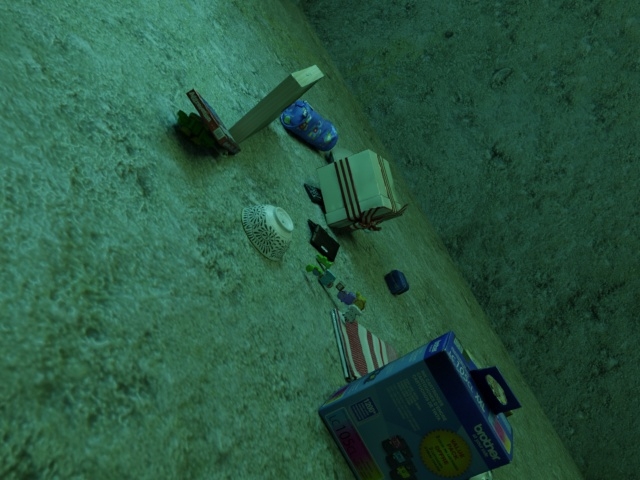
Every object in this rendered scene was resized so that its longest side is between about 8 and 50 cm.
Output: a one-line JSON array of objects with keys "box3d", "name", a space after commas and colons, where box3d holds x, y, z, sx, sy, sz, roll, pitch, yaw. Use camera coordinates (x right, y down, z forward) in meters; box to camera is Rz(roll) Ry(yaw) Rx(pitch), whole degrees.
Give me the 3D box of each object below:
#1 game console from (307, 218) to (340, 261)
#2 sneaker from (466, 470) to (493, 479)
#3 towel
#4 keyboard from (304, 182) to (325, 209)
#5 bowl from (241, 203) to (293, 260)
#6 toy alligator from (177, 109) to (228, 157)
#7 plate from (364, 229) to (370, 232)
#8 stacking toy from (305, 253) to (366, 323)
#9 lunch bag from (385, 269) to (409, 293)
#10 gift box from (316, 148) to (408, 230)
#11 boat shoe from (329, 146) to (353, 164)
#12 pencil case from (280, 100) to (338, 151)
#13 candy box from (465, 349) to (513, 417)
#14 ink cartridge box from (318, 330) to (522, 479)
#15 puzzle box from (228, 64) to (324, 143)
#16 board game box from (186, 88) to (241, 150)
[{"box3d": [0.000, 0.000, 1.763, 0.122, 0.071, 0.107, 43, 54, -33], "name": "game console"}, {"box3d": [0.502, 0.682, 1.769, 0.146, 0.122, 0.330, 62, 20, 5], "name": "sneaker"}, {"box3d": [0.153, 0.351, 1.570, 0.329, 0.037, 0.237, 39, 26, -41], "name": "towel"}, {"box3d": [0.005, -0.155, 1.988, 0.180, 0.023, 0.108, 11, 50, -63], "name": "keyboard"}, {"box3d": [-0.124, -0.037, 1.430, 0.170, 0.080, 0.170, 48, 22, -27], "name": "bowl"}, {"box3d": [-0.314, -0.274, 1.389, 0.051, 0.056, 0.189, 18, -17, 38], "name": "toy alligator"}, {"box3d": [0.171, -0.119, 2.318, 0.188, 0.024, 0.188, 47, 23, -28], "name": "plate"}, {"box3d": [0.046, 0.140, 1.592, 0.221, 0.052, 0.167, 46, 13, 2], "name": "stacking toy"}, {"box3d": [0.304, 0.163, 2.149, 0.065, 0.067, 0.099, 28, 34, -55], "name": "lunch bag"}, {"box3d": [0.161, -0.168, 1.971, 0.255, 0.276, 0.259, 5, 70, -59], "name": "gift box"}, {"box3d": [0.083, -0.326, 2.352, 0.112, 0.096, 0.335, 17, 25, -5], "name": "boat shoe"}, {"box3d": [-0.037, -0.469, 2.195, 0.119, 0.133, 0.306, 40, 9, 28], "name": "pencil case"}, {"box3d": [0.539, 0.553, 1.954, 0.316, 0.182, 0.088, 48, 23, -25], "name": "candy box"}, {"box3d": [0.236, 0.385, 1.184, 0.270, 0.395, 0.151, 59, 20, 4], "name": "ink cartridge box"}, {"box3d": [-0.134, -0.446, 1.732, 0.052, 0.272, 0.409, 49, 20, -10], "name": "puzzle box"}, {"box3d": [-0.275, -0.305, 1.418, 0.145, 0.027, 0.281, 57, 1, -4], "name": "board game box"}]
